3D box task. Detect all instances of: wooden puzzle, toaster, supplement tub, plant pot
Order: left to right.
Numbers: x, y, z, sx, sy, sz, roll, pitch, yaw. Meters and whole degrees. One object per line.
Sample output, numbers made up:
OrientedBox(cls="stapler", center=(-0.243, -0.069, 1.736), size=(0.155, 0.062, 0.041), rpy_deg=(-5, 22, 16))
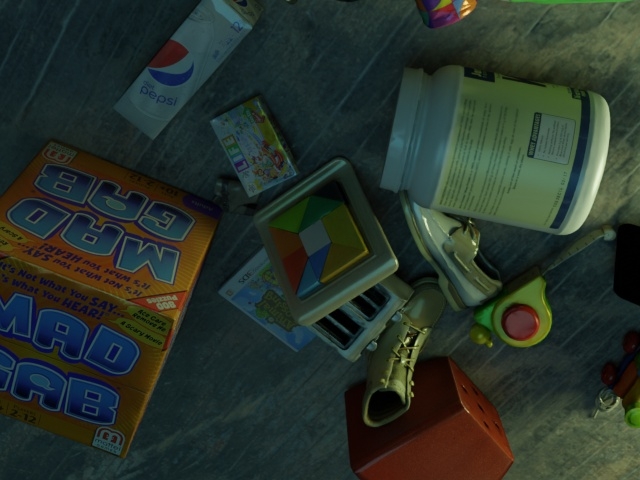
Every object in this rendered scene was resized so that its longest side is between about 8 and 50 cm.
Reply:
OrientedBox(cls="wooden puzzle", center=(0.000, 0.000, 1.631), size=(0.221, 0.044, 0.239), rpy_deg=(-34, 67, 19))
OrientedBox(cls="toaster", center=(0.058, 0.107, 1.706), size=(0.185, 0.110, 0.168), rpy_deg=(39, 108, -1))
OrientedBox(cls="plant pot", center=(0.225, 0.392, 1.822), size=(0.235, 0.267, 0.267), rpy_deg=(-38, 110, 14))
OrientedBox(cls="supplement tub", center=(0.272, -0.150, 1.472), size=(0.324, 0.235, 0.235), rpy_deg=(12, 123, 2))

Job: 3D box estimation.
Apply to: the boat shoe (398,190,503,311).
OrientedBox(cls="boat shoe", center=(0.236, -0.002, 1.652), size=(0.103, 0.113, 0.302), rpy_deg=(-20, 127, 19))

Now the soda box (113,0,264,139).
OrientedBox(cls="soda box", center=(-0.224, -0.304, 1.538), size=(0.091, 0.098, 0.286), rpy_deg=(40, 120, -15))

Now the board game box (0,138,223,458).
OrientedBox(cls="board game box", center=(-0.427, 0.101, 1.670), size=(0.356, 0.357, 0.356), rpy_deg=(22, 123, -5))

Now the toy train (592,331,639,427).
OrientedBox(cls="toy train", center=(0.597, 0.306, 1.758), size=(0.105, 0.143, 0.248), rpy_deg=(20, 123, -3))

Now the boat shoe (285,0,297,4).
OrientedBox(cls="boat shoe", center=(-0.117, -0.455, 1.434), size=(0.227, 0.081, 0.069), rpy_deg=(31, 118, -13))

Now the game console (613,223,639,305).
OrientedBox(cls="game console", center=(0.585, -0.049, 1.530), size=(0.044, 0.213, 0.361), rpy_deg=(-7, 106, -24))

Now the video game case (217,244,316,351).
OrientedBox(cls="video game case", center=(-0.065, 0.106, 1.812), size=(0.212, 0.023, 0.193), rpy_deg=(39, 120, -15))

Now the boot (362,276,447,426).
OrientedBox(cls="boot", center=(0.159, 0.212, 1.735), size=(0.095, 0.203, 0.262), rpy_deg=(29, 122, -9))

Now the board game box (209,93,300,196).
OrientedBox(cls="board game box", center=(-0.116, -0.167, 1.624), size=(0.103, 0.026, 0.154), rpy_deg=(-24, 99, 22))

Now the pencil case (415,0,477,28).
OrientedBox(cls="pencil case", center=(0.154, -0.436, 1.372), size=(0.104, 0.104, 0.236), rpy_deg=(-18, 128, 19))

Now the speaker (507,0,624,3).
OrientedBox(cls="speaker", center=(0.394, -0.418, 1.349), size=(0.296, 0.131, 0.131), rpy_deg=(1, 122, 9))

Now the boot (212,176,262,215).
OrientedBox(cls="boot", center=(-0.151, -0.096, 1.690), size=(0.087, 0.042, 0.118), rpy_deg=(23, 122, -3))

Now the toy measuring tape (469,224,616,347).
OrientedBox(cls="toy measuring tape", center=(0.421, 0.105, 1.686), size=(0.330, 0.121, 0.121), rpy_deg=(-36, 110, 17))
